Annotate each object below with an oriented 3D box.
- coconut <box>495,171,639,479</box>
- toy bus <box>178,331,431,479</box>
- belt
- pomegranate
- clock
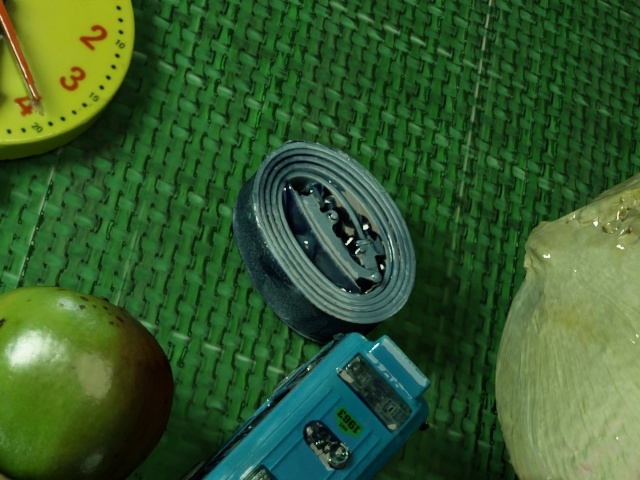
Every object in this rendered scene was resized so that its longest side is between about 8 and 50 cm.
[{"bbox_3d":[0.332,0.100,1.319,0.404,0.404,0.405,11,62,-22],"label":"coconut"},{"bbox_3d":[-0.017,0.184,1.252,0.113,0.134,0.246,47,56,1],"label":"toy bus"},{"bbox_3d":[0.000,0.000,1.379,0.141,0.082,0.190,-31,84,-31],"label":"belt"},{"bbox_3d":[-0.214,0.139,1.166,0.180,0.180,0.210,29,86,-12],"label":"pomegranate"},{"bbox_3d":[-0.301,-0.205,1.332,0.277,0.071,0.293,35,56,-8],"label":"clock"}]
